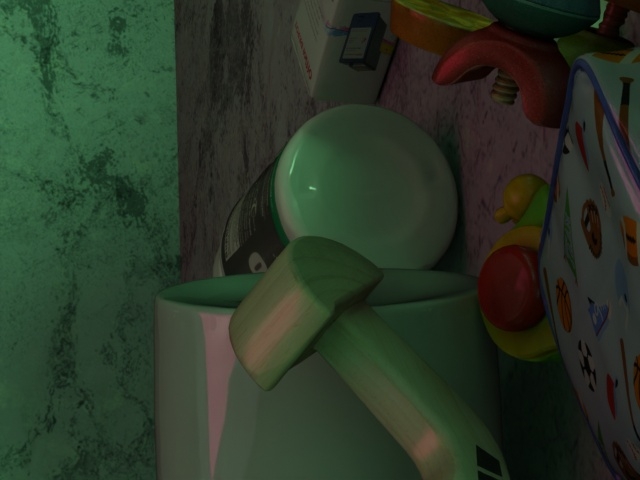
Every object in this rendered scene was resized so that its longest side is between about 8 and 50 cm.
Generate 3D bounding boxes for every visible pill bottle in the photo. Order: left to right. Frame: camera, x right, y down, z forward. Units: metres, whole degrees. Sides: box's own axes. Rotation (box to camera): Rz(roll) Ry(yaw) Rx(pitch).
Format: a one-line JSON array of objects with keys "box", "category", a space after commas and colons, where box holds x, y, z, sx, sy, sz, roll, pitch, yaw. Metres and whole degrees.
[{"box": [0.000, 0.000, 1.522, 0.361, 0.204, 0.204, 136, 134, -66], "category": "pill bottle"}]

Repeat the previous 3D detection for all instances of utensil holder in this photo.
[{"box": [0.011, 0.230, 1.195, 0.327, 0.328, 0.385, -167, 75, -72], "category": "utensil holder"}]

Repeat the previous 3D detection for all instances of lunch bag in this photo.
[{"box": [0.221, 0.017, 0.845, 0.303, 0.115, 0.243, 88, 169, -60], "category": "lunch bag"}]

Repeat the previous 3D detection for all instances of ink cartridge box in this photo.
[{"box": [0.038, -0.296, 1.629, 0.154, 0.093, 0.212, -105, 27, -45], "category": "ink cartridge box"}]

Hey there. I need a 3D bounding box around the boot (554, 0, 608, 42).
[{"box": [0.210, -0.178, 1.138, 0.086, 0.069, 0.190, 133, 145, -74], "category": "boot"}]

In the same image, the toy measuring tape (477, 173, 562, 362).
[{"box": [0.200, 0.096, 1.046, 0.121, 0.121, 0.330, 120, 140, -55], "category": "toy measuring tape"}]

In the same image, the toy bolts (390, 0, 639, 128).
[{"box": [0.153, -0.191, 0.962, 0.228, 0.218, 0.158, -30, -40, -65], "category": "toy bolts"}]

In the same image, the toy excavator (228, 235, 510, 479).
[{"box": [0.122, 0.222, 0.854, 0.222, 0.433, 0.445, -51, 15, 20], "category": "toy excavator"}]
